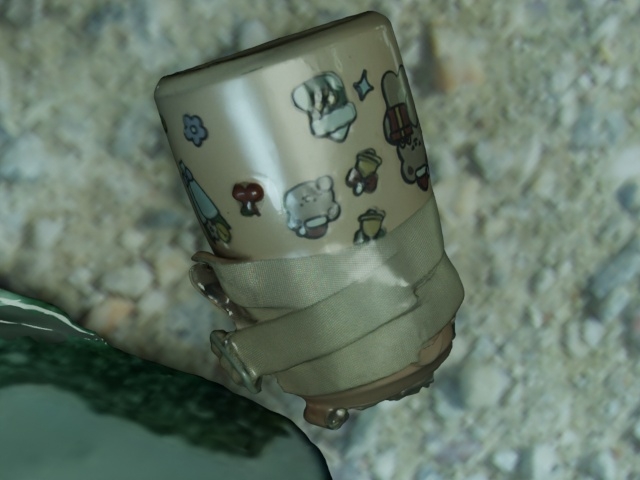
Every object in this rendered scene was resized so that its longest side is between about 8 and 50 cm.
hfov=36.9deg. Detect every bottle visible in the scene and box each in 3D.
[{"bbox_3d":[0.001,0.000,0.360,0.099,0.099,0.152,-18,104,-8],"label":"bottle"}]

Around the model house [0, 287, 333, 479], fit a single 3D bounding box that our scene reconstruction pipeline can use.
[{"bbox_3d":[-0.154,0.179,0.301,0.184,0.253,0.291,33,112,-3],"label":"model house"}]
